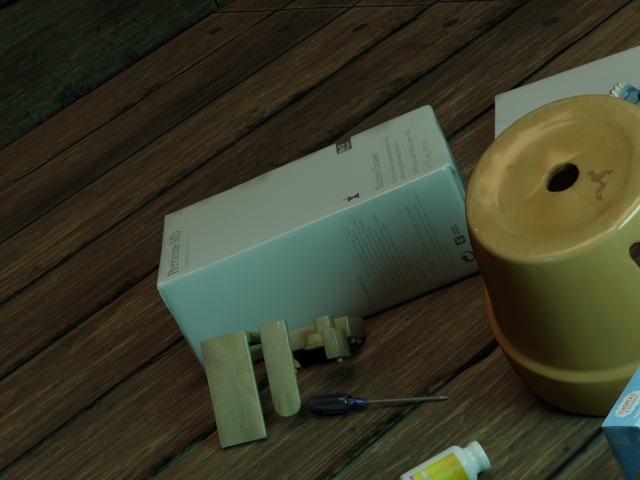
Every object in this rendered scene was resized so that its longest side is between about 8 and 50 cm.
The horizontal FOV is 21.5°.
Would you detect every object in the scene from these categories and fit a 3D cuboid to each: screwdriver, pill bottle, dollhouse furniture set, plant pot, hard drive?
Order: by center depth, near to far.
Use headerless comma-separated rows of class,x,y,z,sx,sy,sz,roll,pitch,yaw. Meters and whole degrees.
pill bottle,0.121,0.226,1.618,0.083,0.043,0.043,-29,22,-8
plant pot,0.270,-0.005,1.639,0.291,0.203,0.291,-20,45,21
screwdriver,0.063,0.178,1.831,0.170,0.025,0.024,-2,30,27
dollhouse furniture set,-0.031,0.162,1.942,0.144,0.123,0.151,-16,-11,22
hard drive,0.392,-0.197,2.276,0.319,0.040,0.210,-19,23,15

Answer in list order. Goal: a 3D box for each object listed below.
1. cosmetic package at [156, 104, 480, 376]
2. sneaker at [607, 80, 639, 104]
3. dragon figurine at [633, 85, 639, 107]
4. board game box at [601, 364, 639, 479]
cosmetic package,0.000,0.000,2.099,0.385,0.156,0.217,-22,24,6
sneaker,0.374,-0.130,2.114,0.073,0.063,0.162,25,65,23
dragon figurine,0.377,-0.122,2.033,0.289,0.144,0.085,-39,68,-11
board game box,0.299,0.179,1.312,0.039,0.211,0.160,-6,29,39
